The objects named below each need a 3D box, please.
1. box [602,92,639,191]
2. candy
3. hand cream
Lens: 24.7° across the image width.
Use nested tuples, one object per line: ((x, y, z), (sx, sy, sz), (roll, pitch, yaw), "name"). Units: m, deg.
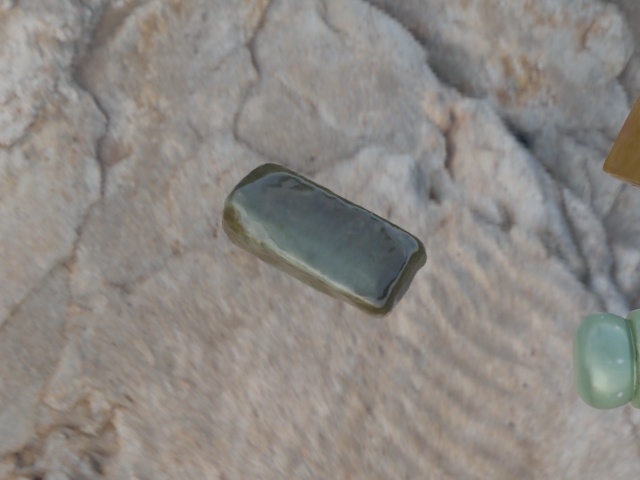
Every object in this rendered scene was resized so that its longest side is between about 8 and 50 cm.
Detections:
((0.309, -0.008, 0.894), (0.237, 0.152, 0.070), (29, 93, -18), "box")
((0.000, 0.000, 1.676), (0.234, 0.102, 0.104), (30, 73, 12), "candy")
((0.394, 0.107, 1.376), (0.306, 0.093, 0.147), (-2, 101, 5), "hand cream")
